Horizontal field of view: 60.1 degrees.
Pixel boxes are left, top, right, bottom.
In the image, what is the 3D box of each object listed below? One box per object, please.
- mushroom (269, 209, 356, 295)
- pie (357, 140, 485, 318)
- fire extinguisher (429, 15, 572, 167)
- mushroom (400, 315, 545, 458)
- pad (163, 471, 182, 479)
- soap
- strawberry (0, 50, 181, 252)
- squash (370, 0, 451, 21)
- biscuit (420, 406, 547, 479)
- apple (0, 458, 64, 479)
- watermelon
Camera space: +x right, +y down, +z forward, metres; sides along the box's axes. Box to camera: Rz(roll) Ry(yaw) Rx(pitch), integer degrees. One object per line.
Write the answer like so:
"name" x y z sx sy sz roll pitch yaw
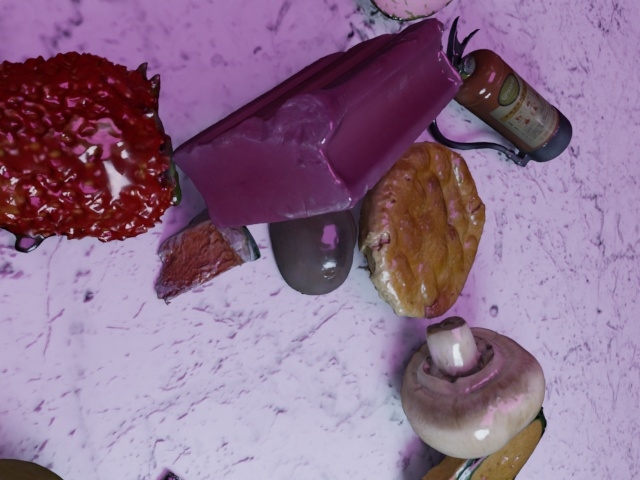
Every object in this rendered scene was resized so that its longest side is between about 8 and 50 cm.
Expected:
"mushroom" 0.000 0.000 0.868 0.141 0.117 0.188 -14 105 -23
"pie" 0.186 -0.019 0.993 0.339 0.083 0.339 -5 97 -45
"fire extinguisher" 0.349 -0.255 1.100 0.376 0.113 0.200 26 77 -34
"mushroom" 0.261 0.239 0.985 0.260 0.254 0.234 -77 150 -61
"pad" -0.190 0.464 0.796 0.233 0.022 0.174 47 67 -26
"soap" 0.012 -0.164 0.734 0.359 0.233 0.128 -47 120 -43
"strawberry" -0.303 -0.095 0.624 0.306 0.138 0.233 -19 104 -35
"squash" 0.175 -0.535 0.909 0.234 0.210 0.309 22 74 -22
"biscuit" 0.326 0.467 1.094 0.344 0.057 0.287 -33 130 -18
"apple" -0.337 0.371 0.527 0.254 0.292 0.292 -30 110 -7
"watermelon" -0.160 0.009 0.788 0.158 0.121 0.098 -30 96 15
